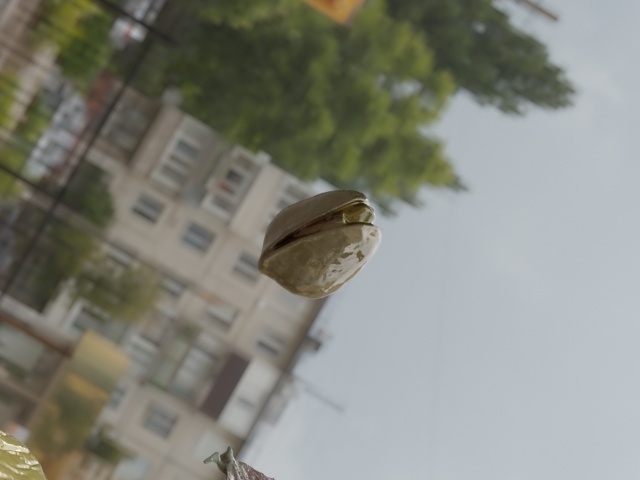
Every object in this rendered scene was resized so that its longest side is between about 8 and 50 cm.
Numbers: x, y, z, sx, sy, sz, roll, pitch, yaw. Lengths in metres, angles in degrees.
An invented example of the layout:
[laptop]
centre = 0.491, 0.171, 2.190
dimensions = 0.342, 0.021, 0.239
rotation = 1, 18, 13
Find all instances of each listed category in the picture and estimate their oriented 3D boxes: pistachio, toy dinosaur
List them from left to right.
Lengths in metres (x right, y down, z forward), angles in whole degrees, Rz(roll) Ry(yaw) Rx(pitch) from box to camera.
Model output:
[toy dinosaur]
centre = -0.073, 0.255, 1.884
dimensions = 0.032, 0.108, 0.220
rotation = -35, 170, 14
[pistachio]
centre = 0.000, 0.000, 2.031
dimensions = 0.149, 0.113, 0.113
rotation = -40, -162, 39

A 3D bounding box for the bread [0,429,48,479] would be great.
[bread]
centre = -0.301, 0.286, 1.790
dimensions = 0.106, 0.236, 0.140
rotation = -39, 151, 13
